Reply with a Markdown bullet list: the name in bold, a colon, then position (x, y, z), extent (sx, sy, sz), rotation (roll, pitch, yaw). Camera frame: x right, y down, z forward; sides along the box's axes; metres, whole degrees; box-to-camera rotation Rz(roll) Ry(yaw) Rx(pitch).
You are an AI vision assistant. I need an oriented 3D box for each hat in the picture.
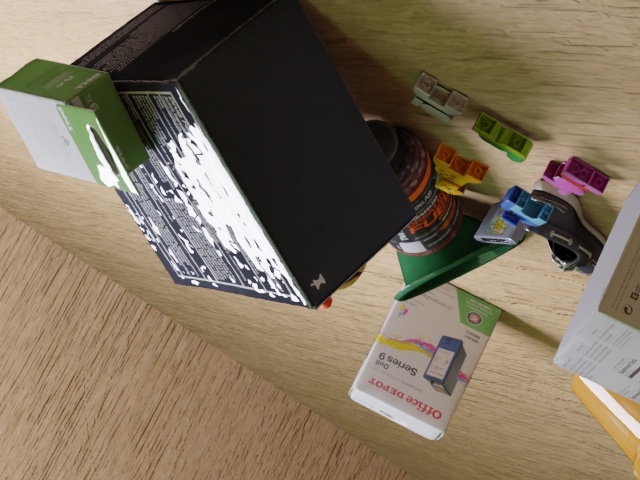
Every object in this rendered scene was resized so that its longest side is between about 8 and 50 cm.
- **hat**: position (0.126, -0.038, 2.011), extent (0.173, 0.208, 0.183), rotation (-7, -110, -65)

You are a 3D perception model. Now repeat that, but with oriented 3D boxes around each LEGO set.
- **LEGO set**: position (0.175, -0.077, 1.697), extent (0.227, 0.087, 0.093), rotation (30, 166, -6)

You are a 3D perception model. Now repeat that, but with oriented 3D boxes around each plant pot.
- **plant pot**: position (0.432, 0.198, 2.052), extent (0.188, 0.205, 0.205), rotation (39, 172, 25)

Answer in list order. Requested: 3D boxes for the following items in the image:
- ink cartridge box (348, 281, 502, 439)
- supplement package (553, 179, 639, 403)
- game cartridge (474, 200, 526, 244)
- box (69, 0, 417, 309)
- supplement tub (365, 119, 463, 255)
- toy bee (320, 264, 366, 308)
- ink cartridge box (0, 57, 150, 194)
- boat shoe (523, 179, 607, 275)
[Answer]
- **ink cartridge box**: position (0.156, 0.171, 2.405), extent (0.154, 0.212, 0.093), rotation (27, 167, 3)
- **supplement package**: position (0.344, 0.036, 1.533), extent (0.145, 0.204, 0.262), rotation (25, 167, 5)
- **game cartridge**: position (0.218, -0.022, 1.887), extent (0.017, 0.056, 0.083), rotation (42, 163, -23)
- **box**: position (-0.096, -0.101, 1.751), extent (0.294, 0.183, 0.296), rotation (9, 135, 55)
- **supplement tub**: position (0.090, -0.064, 1.872), extent (0.106, 0.106, 0.198), rotation (19, 165, 31)
- **toy bee**: position (0.000, 0.000, 2.181), extent (0.298, 0.162, 0.195), rotation (15, 161, 42)
- **ink cartridge box**: position (-0.247, -0.121, 1.681), extent (0.209, 0.062, 0.109), rotation (16, 138, 50)
- **boat shoe**: position (0.276, 0.002, 1.844), extent (0.075, 0.065, 0.206), rotation (19, 165, 31)
